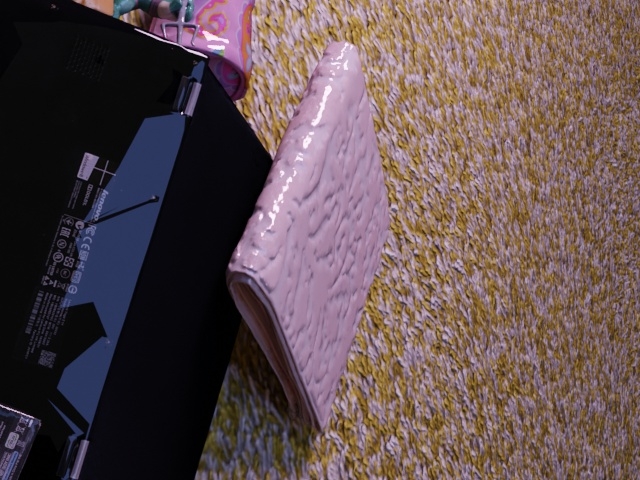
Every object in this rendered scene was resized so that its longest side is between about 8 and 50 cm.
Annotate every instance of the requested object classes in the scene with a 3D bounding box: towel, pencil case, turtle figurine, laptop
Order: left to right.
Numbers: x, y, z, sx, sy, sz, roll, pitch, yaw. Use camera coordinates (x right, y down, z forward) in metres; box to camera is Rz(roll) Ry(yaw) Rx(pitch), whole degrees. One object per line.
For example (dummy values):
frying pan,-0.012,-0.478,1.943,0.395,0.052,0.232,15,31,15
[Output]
laptop,-0.229,0.023,0.857,0.408,0.236,0.382,20,75,-18
turtle figurine,-0.217,-0.253,0.935,0.175,0.118,0.234,13,57,-58
pencil case,-0.120,-0.289,1.077,0.124,0.124,0.284,29,58,-46
towel,0.000,0.000,1.116,0.317,0.053,0.332,74,29,-50

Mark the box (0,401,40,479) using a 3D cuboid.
box,-0.309,0.174,0.654,0.184,0.045,0.190,24,77,-16
